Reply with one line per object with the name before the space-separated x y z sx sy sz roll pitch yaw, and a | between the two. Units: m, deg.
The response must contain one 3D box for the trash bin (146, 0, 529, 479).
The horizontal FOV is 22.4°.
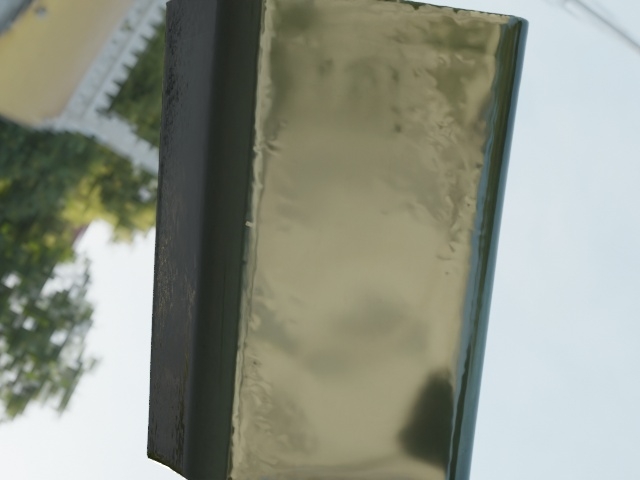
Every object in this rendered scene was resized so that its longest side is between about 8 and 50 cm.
trash bin | 0.000 0.000 0.816 0.122 0.164 0.241 -179 -85 -69
